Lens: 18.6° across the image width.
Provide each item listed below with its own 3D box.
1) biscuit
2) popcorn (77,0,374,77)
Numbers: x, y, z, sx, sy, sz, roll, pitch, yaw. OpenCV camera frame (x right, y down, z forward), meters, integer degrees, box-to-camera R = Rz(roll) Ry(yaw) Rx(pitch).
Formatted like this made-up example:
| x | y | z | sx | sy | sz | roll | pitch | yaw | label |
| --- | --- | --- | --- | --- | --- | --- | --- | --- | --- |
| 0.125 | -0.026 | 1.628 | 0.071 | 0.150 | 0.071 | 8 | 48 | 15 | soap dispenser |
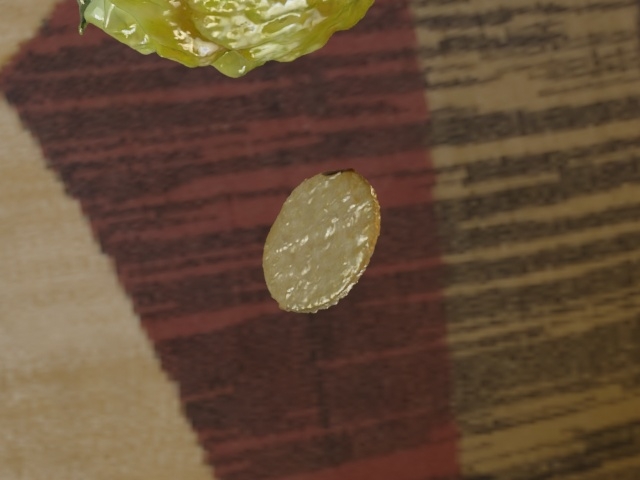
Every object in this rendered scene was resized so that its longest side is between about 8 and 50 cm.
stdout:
| x | y | z | sx | sy | sz | roll | pitch | yaw | label |
| --- | --- | --- | --- | --- | --- | --- | --- | --- | --- |
| 0.000 | 0.000 | 1.480 | 0.015 | 0.120 | 0.120 | 28 | 71 | -40 | biscuit |
| -0.050 | -0.174 | 0.952 | 0.198 | 0.212 | 0.198 | -10 | 117 | -20 | popcorn |
